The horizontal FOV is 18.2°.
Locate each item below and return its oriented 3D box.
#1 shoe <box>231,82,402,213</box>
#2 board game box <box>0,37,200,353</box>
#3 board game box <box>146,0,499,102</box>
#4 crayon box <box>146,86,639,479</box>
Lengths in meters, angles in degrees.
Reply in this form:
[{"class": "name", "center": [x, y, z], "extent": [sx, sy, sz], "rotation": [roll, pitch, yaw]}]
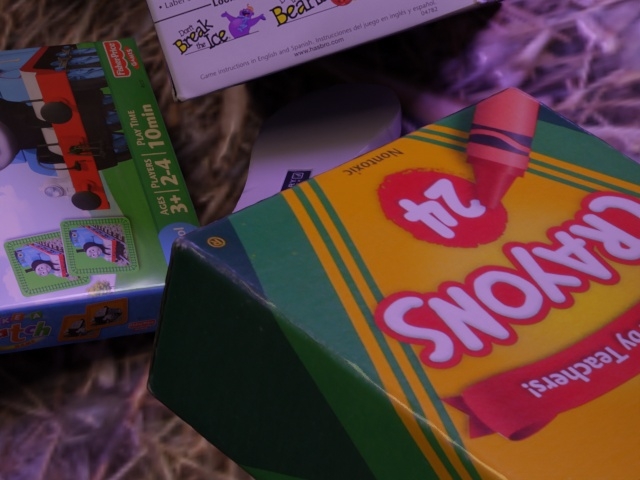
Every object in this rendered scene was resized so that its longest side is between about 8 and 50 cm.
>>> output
[{"class": "shoe", "center": [0.000, 0.000, 0.898], "extent": [0.063, 0.081, 0.178], "rotation": [-1, 31, 16]}, {"class": "board game box", "center": [-0.170, -0.018, 0.930], "extent": [0.211, 0.039, 0.160], "rotation": [-9, 53, -18]}, {"class": "board game box", "center": [-0.027, -0.218, 0.903], "extent": [0.144, 0.142, 0.275], "rotation": [-16, 95, 12]}, {"class": "crayon box", "center": [0.119, 0.076, 0.719], "extent": [0.318, 0.081, 0.202], "rotation": [36, 41, 27]}]
